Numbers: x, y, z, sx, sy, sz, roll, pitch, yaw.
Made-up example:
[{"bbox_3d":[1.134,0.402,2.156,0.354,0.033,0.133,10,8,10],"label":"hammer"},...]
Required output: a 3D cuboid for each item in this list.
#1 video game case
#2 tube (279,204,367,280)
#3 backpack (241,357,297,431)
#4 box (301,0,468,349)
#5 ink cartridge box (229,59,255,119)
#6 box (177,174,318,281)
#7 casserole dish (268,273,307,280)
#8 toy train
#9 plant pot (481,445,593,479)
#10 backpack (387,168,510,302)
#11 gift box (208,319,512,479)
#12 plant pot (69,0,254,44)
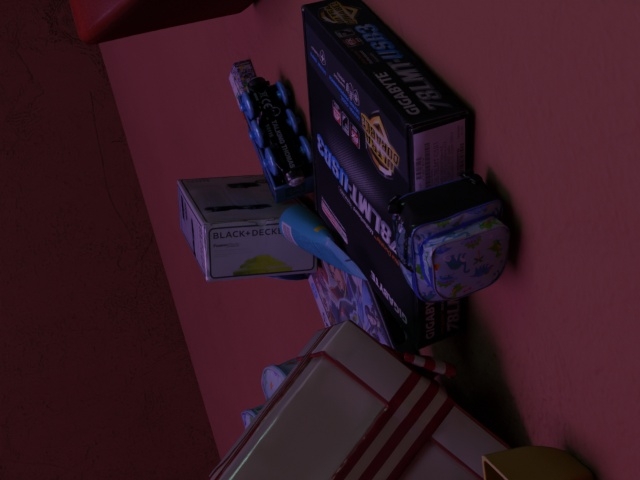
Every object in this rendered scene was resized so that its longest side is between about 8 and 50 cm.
[{"bbox_3d":[0.057,0.116,1.500,0.275,0.035,0.248,121,131,-69],"label":"video game case"},{"bbox_3d":[0.000,0.000,1.416,0.080,0.052,0.207,41,178,-24],"label":"tube"},{"bbox_3d":[-0.016,0.307,1.694,0.225,0.191,0.253,-165,65,-73],"label":"backpack"},{"bbox_3d":[0.068,-0.081,1.201,0.295,0.073,0.293,-123,23,-47],"label":"box"},{"bbox_3d":[-0.114,-0.227,1.743,0.063,0.029,0.115,128,124,-71],"label":"ink cartridge box"},{"bbox_3d":[-0.119,-0.026,1.646,0.290,0.169,0.087,-136,44,-68],"label":"box"},{"bbox_3d":[-0.074,0.021,1.727,0.188,0.114,0.037,-145,61,-65],"label":"casserole dish"},{"bbox_3d":[-0.065,-0.148,1.573,0.105,0.080,0.184,95,154,-66],"label":"toy train"},{"bbox_3d":[0.210,0.239,1.012,0.081,0.083,0.081,-140,36,-63],"label":"plant pot"},{"bbox_3d":[0.125,0.008,1.029,0.114,0.105,0.084,83,163,-47],"label":"backpack"},{"bbox_3d":[0.055,0.246,1.199,0.276,0.258,0.255,38,169,-7],"label":"gift box"},{"bbox_3d":[-0.195,-0.432,1.441,0.236,0.267,0.267,3,109,60],"label":"plant pot"}]
